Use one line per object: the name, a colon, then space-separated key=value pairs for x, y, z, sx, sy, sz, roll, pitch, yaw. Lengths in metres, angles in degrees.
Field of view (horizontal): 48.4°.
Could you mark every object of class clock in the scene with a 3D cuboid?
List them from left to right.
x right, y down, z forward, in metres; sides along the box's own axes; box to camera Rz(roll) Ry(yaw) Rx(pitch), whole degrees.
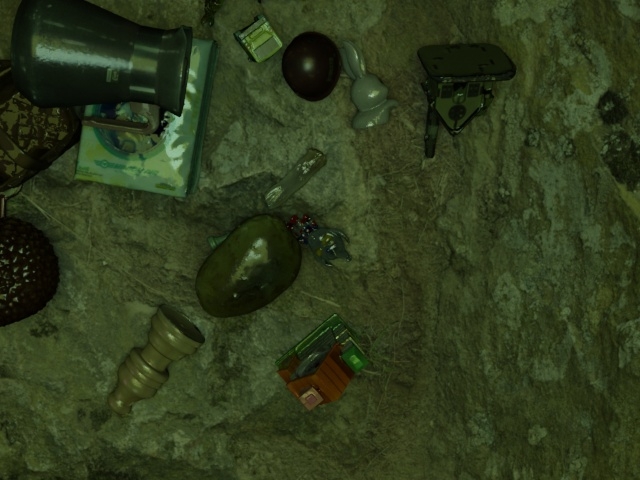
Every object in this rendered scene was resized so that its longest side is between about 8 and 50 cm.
clock: x=0.004 y=0.321 z=1.830 sx=0.220 sy=0.255 sz=0.106 roll=-40 pitch=100 yaw=1

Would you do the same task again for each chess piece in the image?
chess piece: x=-0.456 y=0.328 z=1.872 sx=0.307 sy=0.124 sz=0.139 roll=-49 pitch=130 yaw=7
chess piece: x=-0.247 y=-0.008 z=1.868 sx=0.093 sy=0.042 sz=0.042 roll=-27 pitch=100 yaw=-7

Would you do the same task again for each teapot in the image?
teapot: x=-0.464 y=-0.372 z=1.544 sx=0.344 sy=0.253 sz=0.300 roll=9 pitch=133 yaw=-8

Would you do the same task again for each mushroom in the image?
mushroom: x=-0.067 y=-0.159 z=1.857 sx=0.059 sy=0.054 sz=0.202 roll=45 pitch=98 yaw=-4

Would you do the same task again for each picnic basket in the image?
picnic basket: x=-0.718 y=-0.266 z=1.643 sx=0.291 sy=0.321 sz=0.254 roll=-40 pitch=96 yaw=-3

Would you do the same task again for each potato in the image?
potato: x=-0.184 y=0.071 z=1.814 sx=0.307 sy=0.173 sz=0.210 roll=-40 pitch=121 yaw=4

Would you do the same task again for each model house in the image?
model house: x=0.359 y=-0.342 z=1.822 sx=0.219 sy=0.204 sz=0.278 roll=-4 pitch=129 yaw=-3

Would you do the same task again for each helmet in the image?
helmet: x=-0.038 y=-0.422 z=1.764 sx=0.155 sy=0.106 sz=0.175 roll=20 pitch=119 yaw=14

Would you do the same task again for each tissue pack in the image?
tissue pack: x=-0.420 y=-0.317 z=1.740 sx=0.288 sy=0.162 sz=0.387 roll=10 pitch=99 yaw=-6

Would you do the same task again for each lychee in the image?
lychee: x=-0.769 y=0.073 z=1.722 sx=0.268 sy=0.267 sz=0.267 roll=-1 pitch=99 yaw=-5

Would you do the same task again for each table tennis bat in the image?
table tennis bat: x=-0.806 y=-0.129 z=1.810 sx=0.098 sy=0.019 sz=0.154 roll=4 pitch=96 yaw=-7

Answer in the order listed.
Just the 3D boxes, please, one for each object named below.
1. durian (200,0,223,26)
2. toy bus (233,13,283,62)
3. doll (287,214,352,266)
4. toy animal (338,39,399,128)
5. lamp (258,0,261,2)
durian: x=-0.237 y=-0.706 z=1.714 sx=0.107 sy=0.132 sz=0.375 roll=8 pitch=104 yaw=6
toy bus: x=-0.152 y=-0.486 z=1.734 sx=0.088 sy=0.175 sz=0.101 roll=-38 pitch=107 yaw=2
doll: x=0.000 y=-0.001 z=1.879 sx=0.195 sy=0.062 sz=0.104 roll=32 pitch=94 yaw=-2
toy animal: x=0.119 y=-0.401 z=1.803 sx=0.131 sy=0.104 sz=0.220 roll=-13 pitch=100 yaw=-1
lamp: x=-0.005 y=-0.664 z=1.759 sx=0.326 sy=0.090 sz=0.089 roll=-12 pitch=99 yaw=-4
